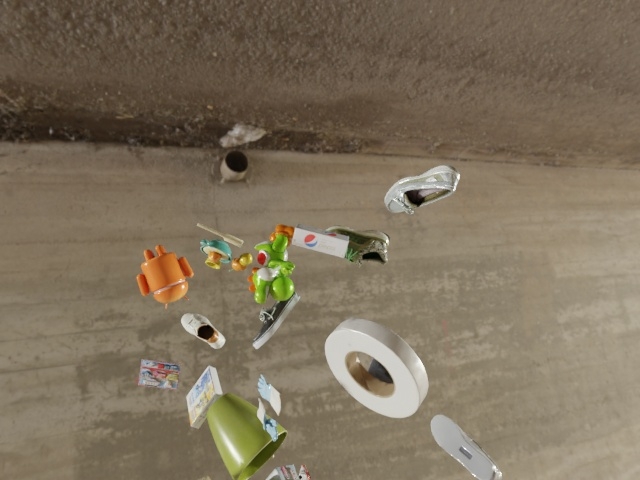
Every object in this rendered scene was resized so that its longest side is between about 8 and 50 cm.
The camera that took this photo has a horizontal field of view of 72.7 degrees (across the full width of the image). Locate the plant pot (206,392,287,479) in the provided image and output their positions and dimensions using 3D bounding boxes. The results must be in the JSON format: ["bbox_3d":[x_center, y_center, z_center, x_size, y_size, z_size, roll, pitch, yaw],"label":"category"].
[{"bbox_3d":[-0.336,0.795,1.824,0.274,0.293,0.275,-40,155,-23],"label":"plant pot"}]

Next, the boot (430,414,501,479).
[{"bbox_3d":[0.485,0.704,1.458,0.095,0.258,0.123,-46,132,-1],"label":"boot"}]

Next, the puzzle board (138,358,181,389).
[{"bbox_3d":[-0.537,0.449,1.453,0.128,0.097,0.011,11,-169,-7],"label":"puzzle board"}]

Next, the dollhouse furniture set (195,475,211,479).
[{"bbox_3d":[-0.479,0.952,1.488,0.160,0.212,0.242,-34,180,26],"label":"dollhouse furniture set"}]

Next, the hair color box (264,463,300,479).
[{"bbox_3d":[-0.219,1.187,1.911,0.113,0.185,0.375,19,114,-43],"label":"hair color box"}]

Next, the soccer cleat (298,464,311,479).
[{"bbox_3d":[-0.057,0.746,1.392,0.035,0.029,0.083,-21,-176,-15],"label":"soccer cleat"}]

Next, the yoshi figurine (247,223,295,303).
[{"bbox_3d":[-0.176,0.123,1.930,0.202,0.363,0.204,-5,144,29],"label":"yoshi figurine"}]

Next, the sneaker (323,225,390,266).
[{"bbox_3d":[0.154,0.043,2.120,0.409,0.182,0.158,1,136,-9],"label":"sneaker"}]

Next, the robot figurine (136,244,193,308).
[{"bbox_3d":[-0.554,0.128,1.548,0.128,0.220,0.158,-23,-179,38],"label":"robot figurine"}]

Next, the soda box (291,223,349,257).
[{"bbox_3d":[0.000,0.000,1.711,0.215,0.074,0.069,15,-163,1],"label":"soda box"}]

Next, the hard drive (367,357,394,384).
[{"bbox_3d":[0.279,0.541,1.755,0.054,0.172,0.255,-31,145,-39],"label":"hard drive"}]

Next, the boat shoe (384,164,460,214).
[{"bbox_3d":[0.355,-0.167,1.581,0.118,0.103,0.320,40,143,-26],"label":"boat shoe"}]

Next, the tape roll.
[{"bbox_3d":[0.187,0.447,1.526,0.072,0.392,0.391,-38,-172,-39],"label":"tape roll"}]

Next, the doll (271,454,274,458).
[{"bbox_3d":[-0.256,1.102,2.301,0.128,0.046,0.189,-13,141,-33],"label":"doll"}]

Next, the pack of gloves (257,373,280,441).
[{"bbox_3d":[-0.214,0.631,1.648,0.046,0.195,0.232,-1,-174,-26],"label":"pack of gloves"}]

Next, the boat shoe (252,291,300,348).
[{"bbox_3d":[-0.222,0.344,1.975,0.104,0.306,0.113,39,170,-5],"label":"boat shoe"}]

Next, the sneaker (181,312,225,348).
[{"bbox_3d":[-0.599,0.423,2.163,0.289,0.106,0.123,23,155,29],"label":"sneaker"}]

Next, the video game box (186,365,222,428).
[{"bbox_3d":[-0.523,0.697,1.950,0.048,0.187,0.205,32,-176,-29],"label":"video game box"}]

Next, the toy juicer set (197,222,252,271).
[{"bbox_3d":[-0.386,0.058,1.770,0.209,0.090,0.329,16,154,3],"label":"toy juicer set"}]
